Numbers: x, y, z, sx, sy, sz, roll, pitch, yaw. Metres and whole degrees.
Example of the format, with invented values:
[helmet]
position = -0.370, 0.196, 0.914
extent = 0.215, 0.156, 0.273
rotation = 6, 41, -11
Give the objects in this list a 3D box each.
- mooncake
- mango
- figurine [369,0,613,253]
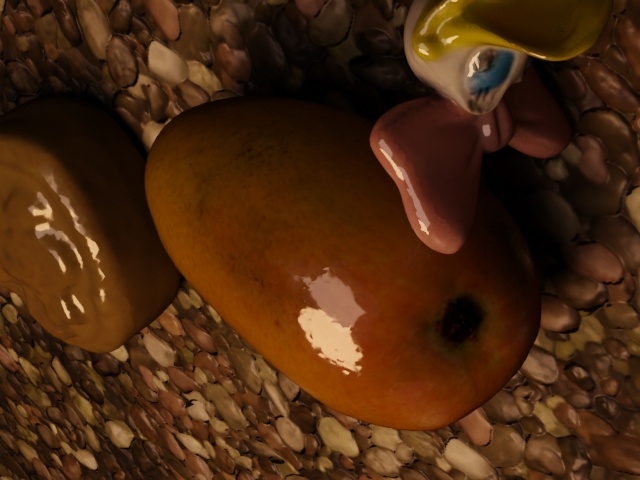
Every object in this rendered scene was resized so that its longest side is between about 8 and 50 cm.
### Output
[mooncake]
position = -0.235, -0.018, 1.001
extent = 0.235, 0.117, 0.235
rotation = 28, 139, 28
[mango]
position = 0.000, 0.000, 0.741
extent = 0.317, 0.173, 0.211
rotation = 31, 175, 37
[figurine]
position = 0.039, -0.207, 0.552
extent = 0.193, 0.154, 0.421
rotation = -11, 112, 53
